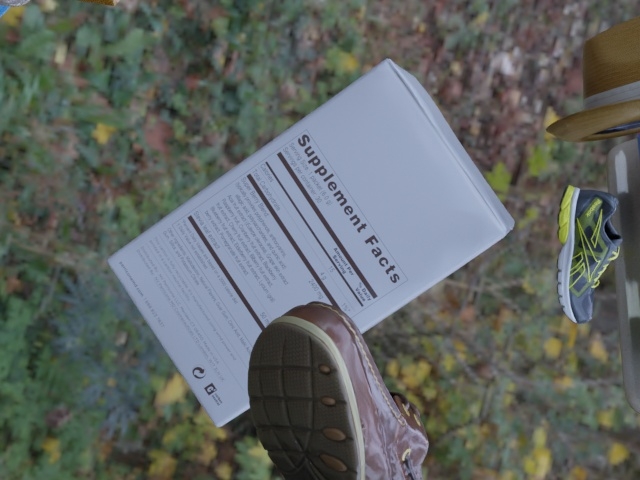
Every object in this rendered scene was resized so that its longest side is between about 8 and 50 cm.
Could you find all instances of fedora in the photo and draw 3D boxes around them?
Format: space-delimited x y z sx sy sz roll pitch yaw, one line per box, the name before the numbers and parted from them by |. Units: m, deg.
fedora | 0.262 -0.130 0.937 0.194 0.194 0.079 3 74 -80

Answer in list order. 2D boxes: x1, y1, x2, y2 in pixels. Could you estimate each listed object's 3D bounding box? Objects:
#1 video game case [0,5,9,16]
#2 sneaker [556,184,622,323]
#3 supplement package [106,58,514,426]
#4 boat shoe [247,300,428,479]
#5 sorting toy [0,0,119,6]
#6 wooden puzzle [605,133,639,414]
video game case | -0.499 -0.287 1.760 0.166 0.015 0.119 -47 -162 -3
sneaker | 0.155 0.010 0.705 0.031 0.035 0.083 -45 133 -60
supplement package | 0.000 0.000 1.077 0.293 0.175 0.177 -35 176 10
boat shoe | 0.014 0.090 0.563 0.060 0.064 0.178 -43 137 -31
sorting toy | -0.289 -0.315 1.246 0.229 0.307 0.041 -55 144 -33
wooden puzzle | 0.394 -0.041 1.068 0.348 0.080 0.322 -30 -138 39
